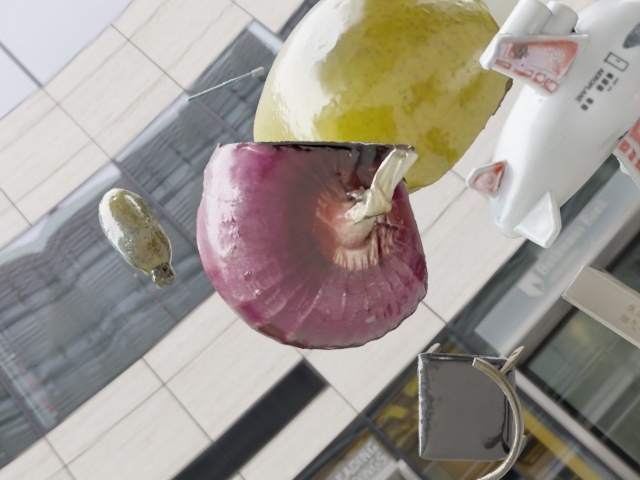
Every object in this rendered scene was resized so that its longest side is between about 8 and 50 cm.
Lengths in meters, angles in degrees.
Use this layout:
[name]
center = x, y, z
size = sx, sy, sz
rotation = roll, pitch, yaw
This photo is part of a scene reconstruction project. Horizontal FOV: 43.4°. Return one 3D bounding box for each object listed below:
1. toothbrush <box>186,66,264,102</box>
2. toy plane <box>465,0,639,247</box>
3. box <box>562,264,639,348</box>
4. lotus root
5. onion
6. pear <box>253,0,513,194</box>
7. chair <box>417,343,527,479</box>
[toothbrush]
center = -0.184, -0.303, 1.572
size = 0.167, 0.011, 0.014
rotation = -26, -39, -14
[toy plane]
center = 0.237, -0.112, 0.747
size = 0.252, 0.118, 0.252
rotation = -7, -71, -21
[box]
center = 0.456, 0.149, 0.901
size = 0.051, 0.365, 0.204
rotation = -58, -26, 9
[lotus root]
center = -0.305, -0.002, 1.364
size = 0.088, 0.192, 0.113
rotation = -34, -17, -12
[onion]
center = -0.008, 0.006, 0.891
size = 0.272, 0.256, 0.231
rotation = -27, -62, -76
[pear]
center = 0.050, -0.226, 1.110
size = 0.386, 0.341, 0.191
rotation = -34, -42, 23
[chair]
center = 0.238, 0.260, 1.267
size = 0.272, 0.166, 0.188
rotation = -2, -89, -75
